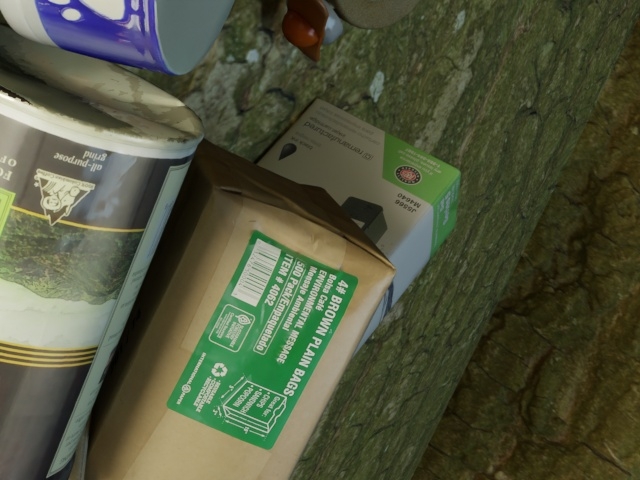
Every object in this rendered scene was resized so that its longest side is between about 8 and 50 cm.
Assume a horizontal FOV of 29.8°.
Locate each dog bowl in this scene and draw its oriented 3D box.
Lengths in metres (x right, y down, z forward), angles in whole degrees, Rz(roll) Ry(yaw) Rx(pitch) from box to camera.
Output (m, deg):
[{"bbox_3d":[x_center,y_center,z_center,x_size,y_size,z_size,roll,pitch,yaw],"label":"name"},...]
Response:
[{"bbox_3d":[-0.107,-0.242,0.760,0.265,0.104,0.265,16,90,-84],"label":"dog bowl"}]

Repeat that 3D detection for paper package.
[{"bbox_3d":[-0.105,0.095,1.060,0.325,0.168,0.309,-63,-162,8],"label":"paper package"}]

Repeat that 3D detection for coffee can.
[{"bbox_3d":[-0.220,0.013,0.812,0.201,0.201,0.275,-12,128,-65],"label":"coffee can"}]

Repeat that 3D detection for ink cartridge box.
[{"bbox_3d":[0.000,0.000,1.334,0.273,0.198,0.115,-50,158,-29],"label":"ink cartridge box"}]

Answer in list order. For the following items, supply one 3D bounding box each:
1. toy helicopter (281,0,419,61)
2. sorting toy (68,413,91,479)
[{"bbox_3d":[0.005,-0.282,1.121,0.235,0.140,0.355,-56,151,15],"label":"toy helicopter"},{"bbox_3d":[-0.262,0.285,0.911,0.041,0.229,0.307,33,41,-37],"label":"sorting toy"}]
